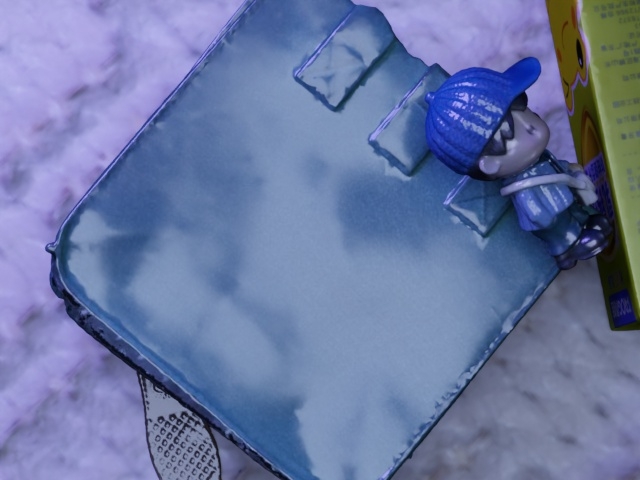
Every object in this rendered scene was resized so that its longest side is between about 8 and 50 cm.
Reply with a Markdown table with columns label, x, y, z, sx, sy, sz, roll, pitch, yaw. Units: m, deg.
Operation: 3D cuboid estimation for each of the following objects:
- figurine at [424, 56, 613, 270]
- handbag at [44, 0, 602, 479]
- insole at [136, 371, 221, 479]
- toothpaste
| label | x | y | z | sx | sy | sz | roll | pitch | yaw |
| --- | --- | --- | --- | --- | --- | --- | --- | --- | --- |
| figurine | 0.117 | -0.045 | 1.163 | 0.079 | 0.077 | 0.136 | -21 | 107 | 22 |
| handbag | -0.002 | 0.002 | 1.217 | 0.268 | 0.100 | 0.274 | 37 | 80 | -3 |
| insole | -0.096 | 0.114 | 1.253 | 0.045 | 0.002 | 0.135 | -15 | 84 | -3 |
| toothpaste | 0.200 | -0.106 | 1.229 | 0.077 | 0.110 | 0.327 | -10 | 84 | -4 |
